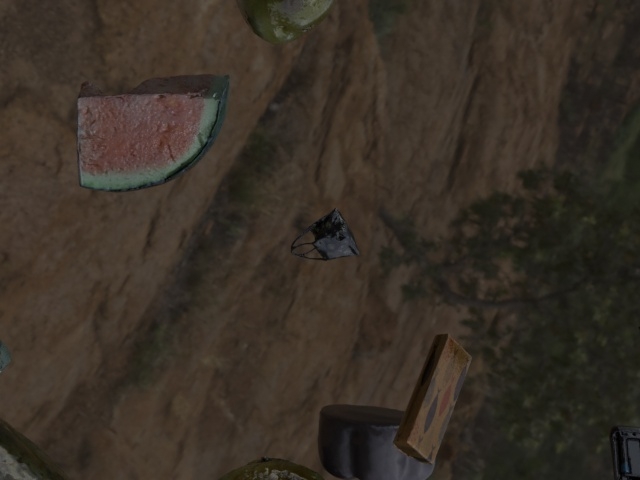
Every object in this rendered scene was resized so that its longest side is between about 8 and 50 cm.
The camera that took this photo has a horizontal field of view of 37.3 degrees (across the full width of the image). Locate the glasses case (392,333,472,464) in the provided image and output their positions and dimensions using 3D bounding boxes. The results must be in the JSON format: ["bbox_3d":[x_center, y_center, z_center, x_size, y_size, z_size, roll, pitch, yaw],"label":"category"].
[{"bbox_3d":[0.153,0.217,1.307,0.064,0.041,0.170,43,57,-30],"label":"glasses case"}]

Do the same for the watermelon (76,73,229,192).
[{"bbox_3d":[-0.296,-0.184,1.580,0.226,0.318,0.148,50,22,-33],"label":"watermelon"}]

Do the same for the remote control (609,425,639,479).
[{"bbox_3d":[0.368,0.311,1.096,0.028,0.059,0.212,98,0,-51],"label":"remote control"}]

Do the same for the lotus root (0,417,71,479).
[{"bbox_3d":[-0.419,0.351,1.154,0.250,0.346,0.250,-43,-176,3],"label":"lotus root"}]

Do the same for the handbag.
[{"bbox_3d":[0.000,0.000,2.034,0.115,0.139,0.072,53,20,-58],"label":"handbag"}]

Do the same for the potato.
[{"bbox_3d":[-0.030,-0.379,1.238,0.159,0.174,0.252,21,64,-31],"label":"potato"}]

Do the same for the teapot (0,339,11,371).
[{"bbox_3d":[-0.635,0.138,1.681,0.171,0.203,0.225,-26,122,-31],"label":"teapot"}]

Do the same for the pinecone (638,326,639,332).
[{"bbox_3d":[0.394,0.084,0.866,0.208,0.207,0.208,-44,148,-37],"label":"pinecone"}]

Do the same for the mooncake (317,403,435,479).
[{"bbox_3d":[0.108,0.392,1.851,0.245,0.244,0.134,-3,96,-62],"label":"mooncake"}]

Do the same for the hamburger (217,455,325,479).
[{"bbox_3d":[-0.090,0.550,1.796,0.134,0.284,0.266,170,-71,-80],"label":"hamburger"}]
